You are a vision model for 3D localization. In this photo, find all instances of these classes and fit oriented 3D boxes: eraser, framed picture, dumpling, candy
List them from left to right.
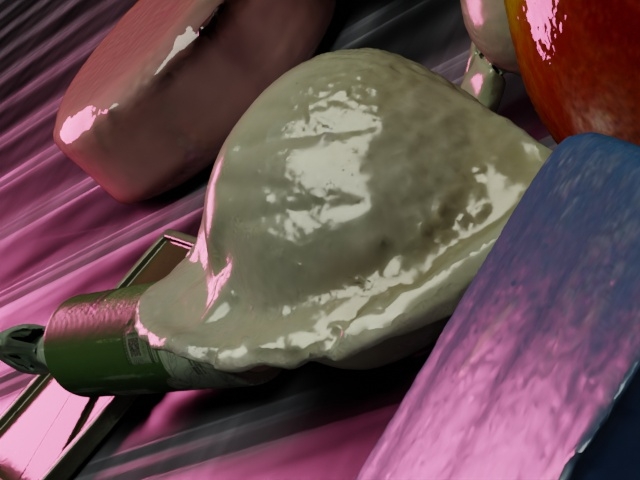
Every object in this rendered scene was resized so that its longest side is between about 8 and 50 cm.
[{"bbox_3d":[-0.134,0.078,0.939,0.203,0.015,0.150,-49,21,-12],"label":"framed picture"},{"bbox_3d":[-0.095,-0.139,1.154,0.255,0.094,0.255,-39,21,18],"label":"candy"},{"bbox_3d":[0.003,0.000,0.654,0.216,0.126,0.166,25,61,35],"label":"dumpling"},{"bbox_3d":[0.018,0.116,0.397,0.311,0.043,0.144,-59,10,8],"label":"eraser"}]

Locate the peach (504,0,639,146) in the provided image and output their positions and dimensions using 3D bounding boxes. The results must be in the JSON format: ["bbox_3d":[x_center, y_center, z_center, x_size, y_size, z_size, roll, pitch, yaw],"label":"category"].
[{"bbox_3d":[0.159,-0.090,0.542,0.190,0.192,0.190,-24,-11,-5],"label":"peach"}]

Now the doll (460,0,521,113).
[{"bbox_3d":[0.150,-0.164,0.706,0.275,0.113,0.155,-36,24,21],"label":"doll"}]

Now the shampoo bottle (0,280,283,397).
[{"bbox_3d":[-0.101,0.053,0.822,0.204,0.065,0.065,-10,40,48],"label":"shampoo bottle"}]
